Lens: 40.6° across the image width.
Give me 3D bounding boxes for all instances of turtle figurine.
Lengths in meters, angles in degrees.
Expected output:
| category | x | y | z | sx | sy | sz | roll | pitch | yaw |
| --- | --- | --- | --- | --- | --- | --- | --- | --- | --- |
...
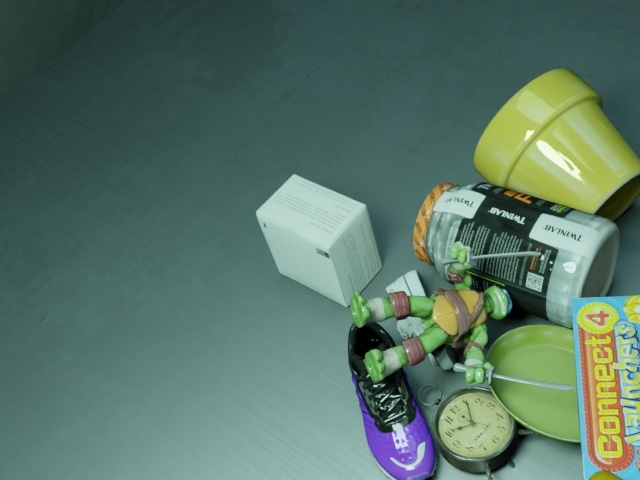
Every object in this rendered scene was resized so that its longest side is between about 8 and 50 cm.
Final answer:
| category | x | y | z | sx | sy | sz | roll | pitch | yaw |
| --- | --- | --- | --- | --- | --- | --- | --- | --- | --- |
| turtle figurine | 0.198 | 0.114 | 1.308 | 0.266 | 0.198 | 0.275 | -14 | 23 | -14 |

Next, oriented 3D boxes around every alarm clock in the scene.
| category | x | y | z | sx | sy | sz | roll | pitch | yaw |
| --- | --- | --- | --- | --- | --- | --- | --- | --- | --- |
| alarm clock | 0.231 | 0.290 | 1.374 | 0.129 | 0.064 | 0.192 | -41 | 54 | -18 |

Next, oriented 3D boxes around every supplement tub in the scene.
| category | x | y | z | sx | sy | sz | roll | pitch | yaw |
| --- | --- | --- | --- | --- | --- | --- | --- | --- | --- |
| supplement tub | 0.331 | 0.013 | 1.492 | 0.316 | 0.193 | 0.193 | 21 | 59 | 32 |

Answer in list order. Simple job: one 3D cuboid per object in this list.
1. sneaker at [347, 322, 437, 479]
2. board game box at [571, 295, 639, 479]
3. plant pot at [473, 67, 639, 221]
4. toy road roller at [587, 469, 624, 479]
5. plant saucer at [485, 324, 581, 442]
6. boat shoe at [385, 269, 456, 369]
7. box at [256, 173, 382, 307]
| category | x | y | z | sx | sy | sz | roll | pitch | yaw |
| --- | --- | --- | --- | --- | --- | --- | --- | --- | --- |
| sneaker | 0.099 | 0.247 | 1.398 | 0.102 | 0.146 | 0.293 | -20 | 47 | 0 |
| board game box | 0.516 | 0.218 | 1.213 | 0.302 | 0.086 | 0.308 | -4 | 48 | 15 |
| plant pot | 0.449 | -0.141 | 1.572 | 0.254 | 0.254 | 0.239 | -34 | 65 | -12 |
| toy road roller | 0.385 | 0.429 | 1.022 | 0.240 | 0.202 | 0.329 | 28 | 67 | 41 |
| plant saucer | 0.375 | 0.229 | 1.358 | 0.241 | 0.037 | 0.241 | 3 | 40 | -3 |
| boat shoe | 0.172 | 0.150 | 1.517 | 0.075 | 0.083 | 0.226 | -29 | 36 | 11 |
| box | 0.000 | 0.000 | 1.620 | 0.181 | 0.182 | 0.119 | 26 | 60 | 33 |
